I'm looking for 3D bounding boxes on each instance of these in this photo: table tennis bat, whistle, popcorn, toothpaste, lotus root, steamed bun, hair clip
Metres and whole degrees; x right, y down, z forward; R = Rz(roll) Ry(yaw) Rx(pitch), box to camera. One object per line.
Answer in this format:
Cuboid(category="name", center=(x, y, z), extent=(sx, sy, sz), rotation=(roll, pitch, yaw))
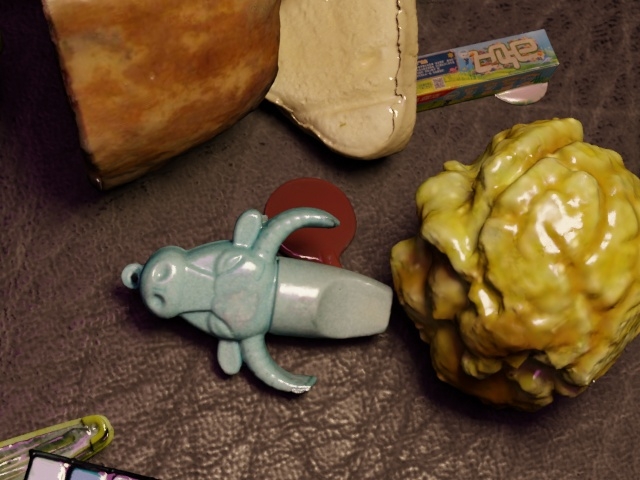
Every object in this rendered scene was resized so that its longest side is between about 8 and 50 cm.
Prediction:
Cuboid(category="table tennis bat", center=(0.000, 0.000, 1.377), extent=(0.098, 0.019, 0.155), rotation=(-18, 69, -16))
Cuboid(category="whistle", center=(-0.064, 0.053, 1.305), extent=(0.274, 0.093, 0.186), rotation=(7, 97, -5))
Cuboid(category="popcorn", center=(0.208, 0.016, 1.266), extent=(0.247, 0.282, 0.282), rotation=(-33, 76, -30))
Cuboid(category="toothpaste", center=(0.174, -0.182, 1.465), extent=(0.193, 0.044, 0.070), rotation=(-14, 70, -14))
Cuboid(category="lotus root", center=(-0.175, -0.219, 1.320), extent=(0.250, 0.316, 0.316), rotation=(-16, 71, -18))
Cuboid(category="steamed bun", center=(0.031, -0.187, 1.398), extent=(0.110, 0.231, 0.212), rotation=(-17, 88, -60))
Cuboid(category="hair clip", center=(-0.288, 0.211, 1.234), extent=(0.188, 0.033, 0.060), rotation=(-20, 70, -14))

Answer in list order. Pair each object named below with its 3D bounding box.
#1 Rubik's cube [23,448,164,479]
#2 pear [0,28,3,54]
Cuboid(category="Rubik's cube", center=(-0.186, 0.306, 1.131), extent=(0.187, 0.184, 0.182), rotation=(13, 66, -3))
Cuboid(category="pear", center=(-0.459, -0.226, 1.263), extent=(0.238, 0.318, 0.342), rotation=(-40, 44, 0))
